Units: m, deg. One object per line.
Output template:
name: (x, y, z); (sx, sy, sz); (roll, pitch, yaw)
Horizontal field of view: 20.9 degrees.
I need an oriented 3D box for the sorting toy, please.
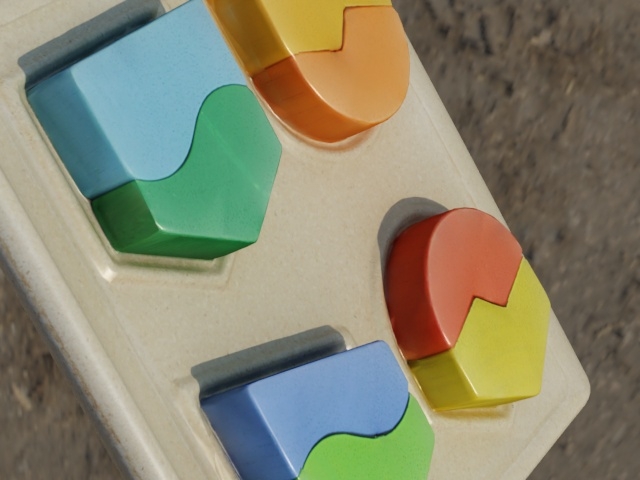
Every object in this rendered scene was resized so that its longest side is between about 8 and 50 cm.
sorting toy: (0.000, 0.000, 0.464); (0.193, 0.038, 0.208); (61, 35, -9)
